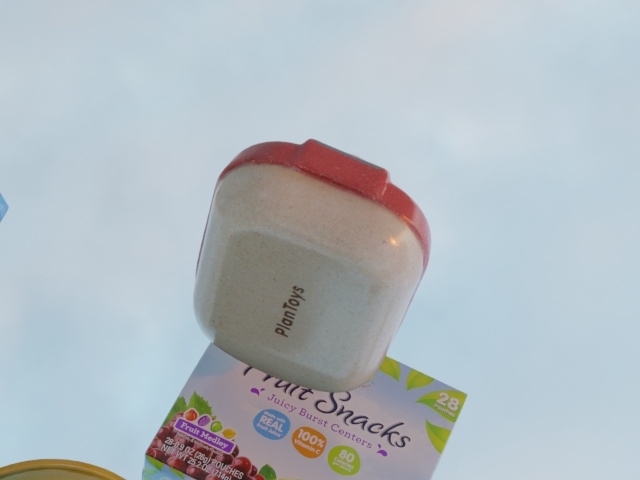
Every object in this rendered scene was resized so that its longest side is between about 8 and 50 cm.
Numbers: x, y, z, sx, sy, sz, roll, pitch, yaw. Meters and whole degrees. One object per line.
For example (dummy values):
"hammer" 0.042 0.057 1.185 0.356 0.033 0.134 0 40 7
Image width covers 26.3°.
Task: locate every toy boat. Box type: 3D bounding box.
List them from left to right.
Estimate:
"toy boat" 0.000 0.000 0.973 0.151 0.231 0.151 23 -128 3

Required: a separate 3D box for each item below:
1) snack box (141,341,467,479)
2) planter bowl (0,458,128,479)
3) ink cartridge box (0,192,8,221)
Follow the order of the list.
"snack box" -0.011 0.159 1.089 0.207 0.070 0.174 26 -125 6
"planter bowl" -0.188 0.266 0.959 0.217 0.217 0.090 -31 -174 -17
"ink cartridge box" -0.274 -0.048 0.919 0.088 0.122 0.052 20 -114 17
